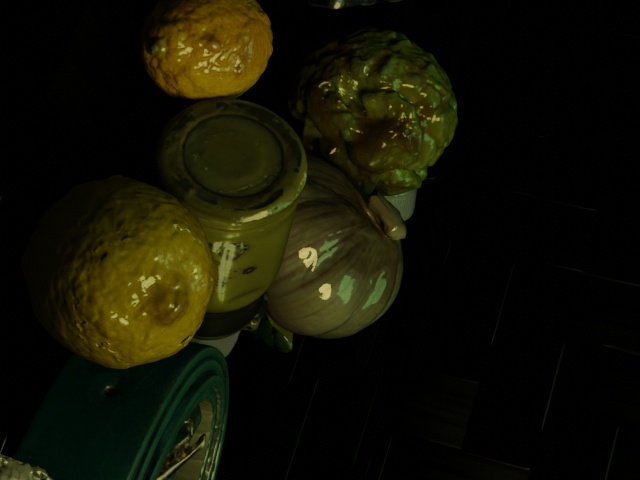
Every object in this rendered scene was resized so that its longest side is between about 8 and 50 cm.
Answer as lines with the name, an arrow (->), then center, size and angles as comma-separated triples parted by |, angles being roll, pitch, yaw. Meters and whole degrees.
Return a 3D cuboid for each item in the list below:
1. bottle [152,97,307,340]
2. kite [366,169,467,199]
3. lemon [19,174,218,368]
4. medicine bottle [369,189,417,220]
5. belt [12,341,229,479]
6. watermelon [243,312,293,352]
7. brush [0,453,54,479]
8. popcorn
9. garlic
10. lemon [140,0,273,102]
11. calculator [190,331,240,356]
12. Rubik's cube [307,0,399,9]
bottle -> -0.126, 0.001, 1.476 | 0.351, 0.172, 0.171 | 108, 6, -55
kite -> 0.091, -0.077, 2.030 | 0.169, 0.310, 0.015 | -44, 122, -74
lemon -> -0.207, 0.032, 1.256 | 0.192, 0.231, 0.192 | -16, 121, -29
medicine bottle -> 0.115, -0.180, 2.260 | 0.165, 0.165, 0.273 | -49, 150, -58
belt -> -0.239, 0.306, 1.422 | 0.300, 0.173, 0.436 | 82, 25, -48
watermelon -> -0.085, 0.092, 1.904 | 0.181, 0.092, 0.075 | -89, -176, -61
brush -> -0.254, 0.258, 1.183 | 0.327, 0.065, 0.070 | 29, 62, -32
popcorn -> 0.075, -0.206, 1.913 | 0.247, 0.282, 0.282 | -36, 141, -39
garlic -> -0.015, 0.007, 1.796 | 0.241, 0.322, 0.322 | -49, 160, -6
lemon -> -0.135, -0.225, 1.400 | 0.187, 0.142, 0.142 | -21, 124, -54
calculator -> -0.160, 0.088, 1.754 | 0.246, 0.045, 0.141 | 52, 53, -69
Rubik's cube -> -0.068, -0.411, 1.096 | 0.359, 0.362, 0.363 | -30, 130, -66
